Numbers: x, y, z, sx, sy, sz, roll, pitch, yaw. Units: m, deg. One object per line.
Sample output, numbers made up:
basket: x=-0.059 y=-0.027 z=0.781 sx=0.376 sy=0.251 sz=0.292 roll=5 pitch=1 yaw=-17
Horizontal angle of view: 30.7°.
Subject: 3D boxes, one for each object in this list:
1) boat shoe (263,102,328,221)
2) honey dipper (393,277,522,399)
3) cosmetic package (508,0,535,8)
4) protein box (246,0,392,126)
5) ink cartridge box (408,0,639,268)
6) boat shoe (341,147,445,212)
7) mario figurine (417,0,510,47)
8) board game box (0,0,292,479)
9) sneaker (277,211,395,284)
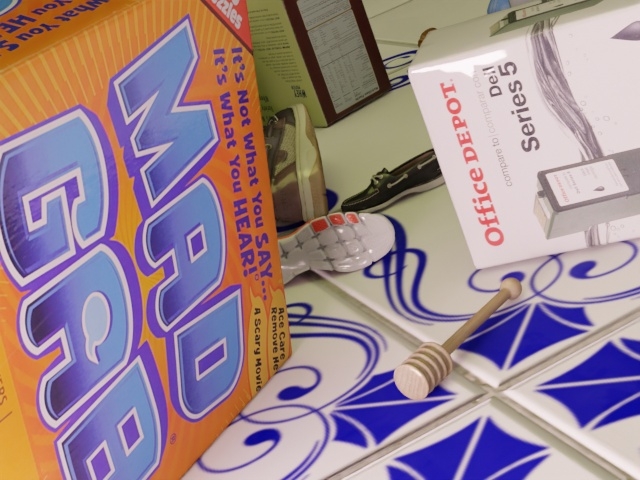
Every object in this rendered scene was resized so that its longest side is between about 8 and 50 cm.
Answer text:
boat shoe: x=-0.050 y=-0.092 z=1.368 sx=0.092 sy=0.102 sz=0.285 roll=-6 pitch=24 yaw=-5
honey dipper: x=0.111 y=0.068 z=0.893 sx=0.030 sy=0.030 sz=0.161 roll=-3 pitch=24 yaw=42
cosmetic package: x=0.279 y=-0.225 z=1.214 sx=0.138 sy=0.224 sz=0.224 roll=-15 pitch=19 yaw=14
protein box: x=-0.031 y=-0.287 z=1.732 sx=0.136 sy=0.201 sz=0.200 roll=-32 pitch=22 yaw=-29
ink cartridge box: x=0.235 y=-0.106 z=0.977 sx=0.273 sy=0.198 sz=0.114 roll=-13 pitch=22 yaw=22
boat shoe: x=0.077 y=-0.063 z=1.265 sx=0.125 sy=0.038 sz=0.046 roll=-21 pitch=19 yaw=-2
mario figurine: x=0.282 y=-0.356 z=1.637 sx=0.321 sy=0.170 sz=0.198 roll=-35 pitch=57 yaw=-17
board game box: x=-0.276 y=-0.001 z=0.857 sx=0.357 sy=0.356 sz=0.356 roll=9 pitch=31 yaw=27
sneaker: x=0.000 y=0.000 z=1.149 sx=0.158 sy=0.061 sz=0.065 roll=-14 pitch=14 yaw=18
